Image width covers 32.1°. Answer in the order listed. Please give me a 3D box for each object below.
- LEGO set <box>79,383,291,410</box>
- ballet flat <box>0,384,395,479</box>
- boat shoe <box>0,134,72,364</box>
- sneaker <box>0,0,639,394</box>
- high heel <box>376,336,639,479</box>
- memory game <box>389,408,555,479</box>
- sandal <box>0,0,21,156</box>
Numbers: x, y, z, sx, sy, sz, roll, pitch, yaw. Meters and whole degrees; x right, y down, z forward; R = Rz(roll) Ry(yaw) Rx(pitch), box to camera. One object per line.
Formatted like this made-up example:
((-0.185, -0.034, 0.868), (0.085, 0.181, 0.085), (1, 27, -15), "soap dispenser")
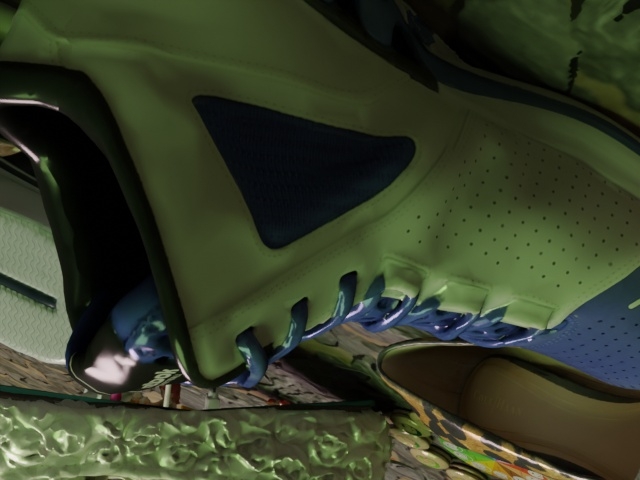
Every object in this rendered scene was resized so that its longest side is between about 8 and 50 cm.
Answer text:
((-0.106, 0.153, 1.044), (0.287, 0.107, 0.132), (11, -171, 23), "LEGO set")
((-0.134, 0.175, 0.840), (0.409, 0.147, 0.147), (6, 162, -15), "ballet flat")
((-0.222, -0.027, 0.681), (0.335, 0.119, 0.121), (29, 116, 22), "boat shoe")
((-0.001, -0.001, 0.423), (0.315, 0.182, 0.127), (35, 158, -21), "sneaker")
((0.118, 0.081, 0.584), (0.186, 0.093, 0.261), (17, 166, 6), "high heel")
((0.140, 0.183, 0.905), (0.186, 0.012, 0.186), (22, 157, 10), "memory game")
((-0.210, -0.090, 0.579), (0.303, 0.086, 0.120), (26, 158, 1), "sandal")
